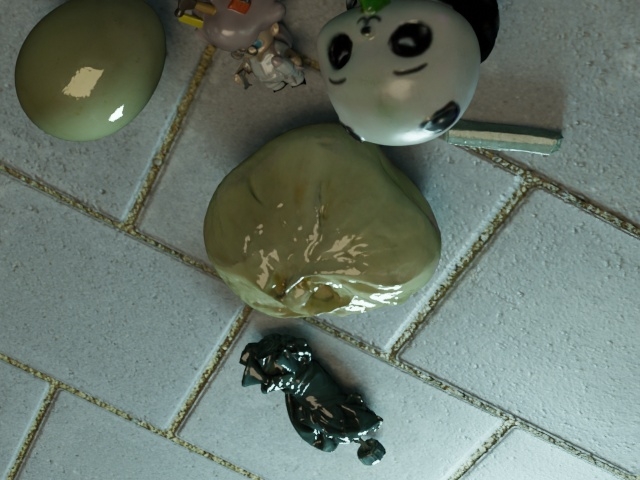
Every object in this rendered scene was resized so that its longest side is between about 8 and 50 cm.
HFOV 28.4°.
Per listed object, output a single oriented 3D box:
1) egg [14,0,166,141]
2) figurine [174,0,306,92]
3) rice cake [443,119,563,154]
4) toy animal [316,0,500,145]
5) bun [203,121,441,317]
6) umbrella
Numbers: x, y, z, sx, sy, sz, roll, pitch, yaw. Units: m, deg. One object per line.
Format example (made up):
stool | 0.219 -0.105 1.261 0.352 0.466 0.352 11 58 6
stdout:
egg | -0.321 -0.248 1.785 0.254 0.188 0.188 -34 115 30
figurine | -0.097 -0.288 1.728 0.137 0.112 0.229 -6 143 34
rice cake | 0.257 -0.146 1.786 0.171 0.029 0.033 7 127 12
toy animal | 0.107 -0.251 1.579 0.213 0.266 0.212 13 133 14
bun | 0.000 0.000 1.879 0.361 0.213 0.361 6 131 7
umbrella | 0.001 0.295 2.248 0.143 0.094 0.349 -16 126 37
